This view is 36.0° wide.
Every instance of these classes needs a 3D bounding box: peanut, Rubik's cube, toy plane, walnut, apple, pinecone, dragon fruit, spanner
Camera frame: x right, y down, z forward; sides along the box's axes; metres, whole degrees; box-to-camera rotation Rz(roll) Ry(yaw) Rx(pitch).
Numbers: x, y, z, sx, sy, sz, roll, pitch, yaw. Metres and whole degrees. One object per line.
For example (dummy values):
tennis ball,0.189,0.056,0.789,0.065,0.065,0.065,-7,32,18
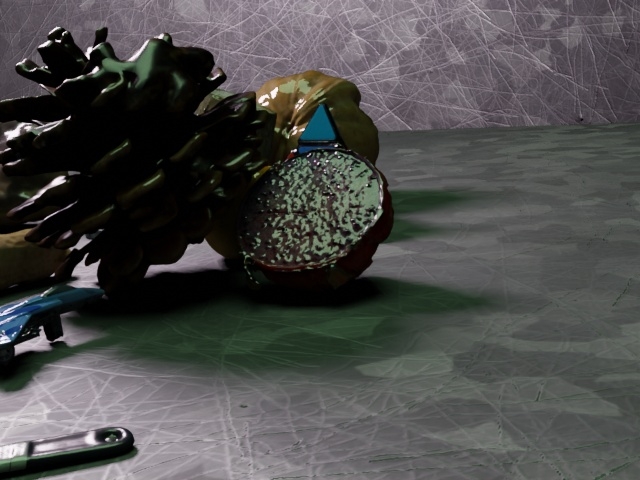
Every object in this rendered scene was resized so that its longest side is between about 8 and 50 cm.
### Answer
peanut,-0.473,0.029,1.486,0.099,0.099,0.214,7,16,43
Rubik's cube,0.044,-0.105,1.811,0.284,0.250,0.234,-2,-8,33
toy plane,-0.361,0.098,1.168,0.169,0.078,0.246,7,10,42
walnut,-0.018,-0.206,2.015,0.296,0.285,0.285,31,26,20
apple,-0.112,-0.050,1.582,0.182,0.155,0.182,-6,12,1
pinecone,-0.287,-0.133,1.407,0.398,0.397,0.398,-4,12,1
dragon fruit,0.003,-0.003,1.373,0.218,0.148,0.223,-11,52,12
spanner,-0.313,0.195,0.821,0.316,0.024,0.087,-6,14,-18

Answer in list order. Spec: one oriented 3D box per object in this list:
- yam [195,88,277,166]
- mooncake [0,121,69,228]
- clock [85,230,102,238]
yam,-0.176,-0.146,1.860,0.161,0.268,0.161,11,7,-1
mooncake,-0.688,-0.139,1.873,0.394,0.246,0.393,-8,-8,-2
clock,-0.404,-0.018,1.863,0.085,0.017,0.085,-4,12,1
